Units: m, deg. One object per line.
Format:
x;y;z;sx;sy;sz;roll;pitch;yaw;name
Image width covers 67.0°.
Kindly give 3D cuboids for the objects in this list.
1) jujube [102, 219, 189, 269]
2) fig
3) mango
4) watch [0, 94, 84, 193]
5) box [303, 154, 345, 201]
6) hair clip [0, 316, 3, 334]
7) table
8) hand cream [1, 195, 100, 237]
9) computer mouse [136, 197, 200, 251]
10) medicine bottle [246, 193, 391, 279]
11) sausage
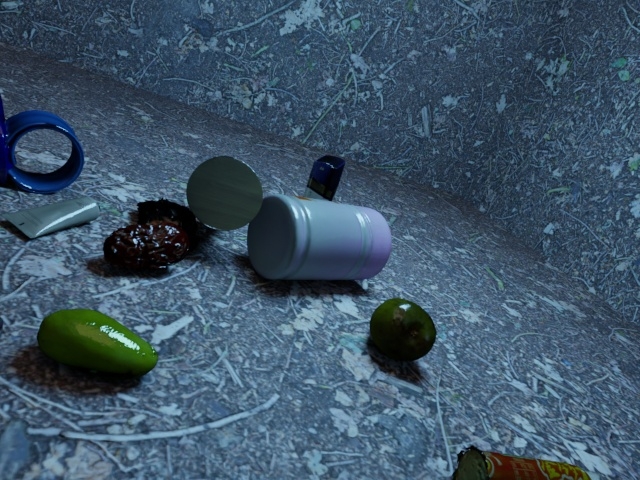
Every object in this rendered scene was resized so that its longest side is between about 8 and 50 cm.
-0.346;0.007;0.959;0.166;0.104;0.104;1;29;-46;jujube
0.157;0.200;1.033;0.133;0.185;0.126;23;58;-13;fig
-0.310;0.143;0.681;0.165;0.074;0.091;18;18;-13;mango
-0.645;-0.212;1.079;0.200;0.196;0.171;-2;40;-35;watch
-0.007;-0.113;1.397;0.071;0.259;0.168;22;20;6;box
-0.467;0.144;0.562;0.146;0.056;0.187;10;14;-29;hair clip
-0.244;-0.100;1.168;0.167;0.166;0.227;16;-7;-17;table
-0.533;-0.050;0.989;0.087;0.054;0.186;33;28;16;hand cream
-0.353;-0.049;1.133;0.147;0.077;0.242;8;24;-39;computer mouse
0.000;0.000;1.197;0.316;0.202;0.202;6;26;-41;medicine bottle
0.338;0.382;0.765;0.264;0.083;0.083;16;21;-20;sausage
